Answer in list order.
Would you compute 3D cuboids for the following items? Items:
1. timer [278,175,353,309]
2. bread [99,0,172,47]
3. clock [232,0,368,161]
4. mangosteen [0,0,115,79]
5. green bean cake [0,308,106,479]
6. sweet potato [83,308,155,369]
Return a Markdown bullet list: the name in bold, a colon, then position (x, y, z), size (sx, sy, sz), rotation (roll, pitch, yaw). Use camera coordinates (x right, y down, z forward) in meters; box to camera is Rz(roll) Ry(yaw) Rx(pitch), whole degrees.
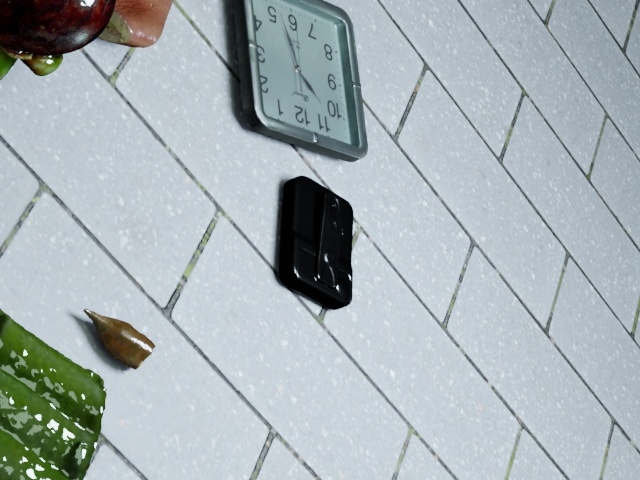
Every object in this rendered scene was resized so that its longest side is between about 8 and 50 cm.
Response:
- **timer**: position (0.000, 0.000, 2.411), size (0.144, 0.055, 0.187), rotation (29, 52, -41)
- **bread**: position (-0.279, -0.320, 2.192), size (0.192, 0.067, 0.119), rotation (13, 57, -50)
- **clock**: position (-0.037, -0.275, 2.495), size (0.273, 0.049, 0.279), rotation (15, 62, -47)
- **mangosteen**: position (-0.376, -0.319, 1.976), size (0.216, 0.216, 0.216), rotation (26, 55, -43)
- **green bean cake**: position (-0.378, 0.259, 1.579), size (0.218, 0.335, 0.319), rotation (41, 49, -31)
- **sweet potato**: position (-0.264, 0.123, 2.026), size (0.117, 0.049, 0.049), rotation (42, 44, -27)
